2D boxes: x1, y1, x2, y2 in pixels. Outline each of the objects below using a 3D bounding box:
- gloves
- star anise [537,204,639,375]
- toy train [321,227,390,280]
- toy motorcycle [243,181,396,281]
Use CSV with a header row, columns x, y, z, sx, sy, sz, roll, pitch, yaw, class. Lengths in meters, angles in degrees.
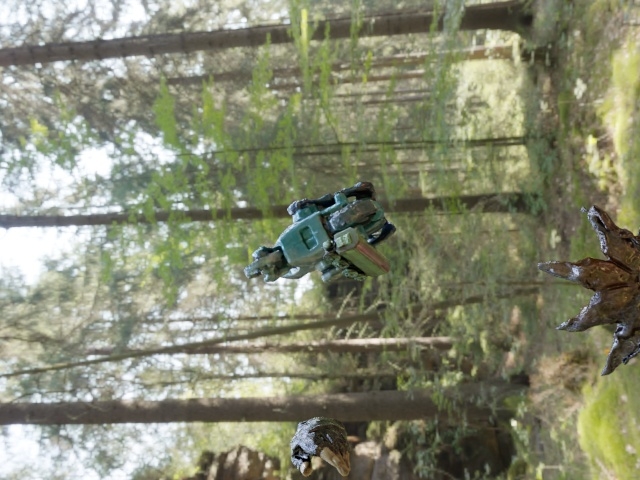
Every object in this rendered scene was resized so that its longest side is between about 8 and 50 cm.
x,y,z,sx,sy,sz,roll,pitch,yaw,class
0.007,0.483,1.329,0.124,0.164,0.203,60,154,-2,gloves
0.431,0.064,0.746,0.102,0.272,0.271,-9,-84,-77,star anise
0.058,0.028,0.915,0.148,0.071,0.038,37,-143,-55,toy train
0.000,0.000,1.021,0.154,0.260,0.206,63,-165,7,toy motorcycle
